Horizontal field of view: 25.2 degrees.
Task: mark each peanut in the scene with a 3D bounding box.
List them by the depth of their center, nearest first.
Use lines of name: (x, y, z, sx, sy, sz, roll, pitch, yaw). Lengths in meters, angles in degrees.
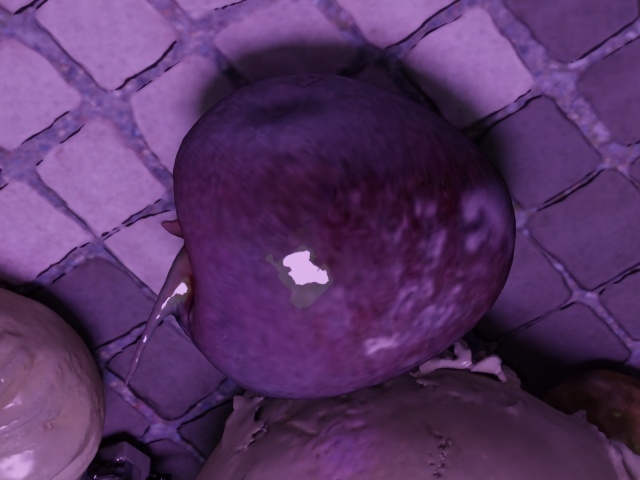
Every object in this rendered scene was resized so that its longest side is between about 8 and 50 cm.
peanut: (0.274, 0.132, 1.072, 0.228, 0.086, 0.104, -10, 118, 10)

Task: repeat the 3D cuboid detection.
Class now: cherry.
cherry: (0.000, 0.000, 0.907, 0.266, 0.183, 0.213, -9, 138, -13)

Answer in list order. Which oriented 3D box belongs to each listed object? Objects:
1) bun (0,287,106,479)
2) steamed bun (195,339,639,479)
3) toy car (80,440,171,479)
bun: (-0.285, 0.129, 1.021, 0.259, 0.160, 0.259, 1, 126, 1)
steamed bun: (0.046, 0.216, 0.978, 0.334, 0.312, 0.233, -9, 118, 26)
toy car: (-0.239, 0.292, 1.126, 0.301, 0.193, 0.118, -33, 122, 25)
